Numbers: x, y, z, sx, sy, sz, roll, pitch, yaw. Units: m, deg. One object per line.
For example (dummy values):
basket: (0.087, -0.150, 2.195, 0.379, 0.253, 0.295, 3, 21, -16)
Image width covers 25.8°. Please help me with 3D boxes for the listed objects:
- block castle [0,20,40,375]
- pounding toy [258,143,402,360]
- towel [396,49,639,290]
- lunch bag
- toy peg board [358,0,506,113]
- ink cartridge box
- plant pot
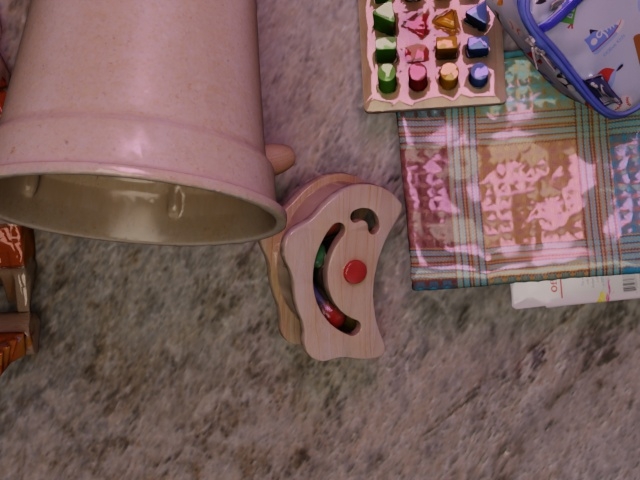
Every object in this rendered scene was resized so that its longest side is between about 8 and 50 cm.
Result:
block castle: (-0.466, -0.045, 1.533, 0.212, 0.303, 0.453, -5, 101, 5)
pounding toy: (0.000, 0.000, 1.638, 0.154, 0.155, 0.270, -20, 112, -22)
towel: (0.275, -0.090, 1.579, 0.370, 0.040, 0.272, -6, 82, 4)
lunch bag: (0.323, -0.288, 1.460, 0.303, 0.115, 0.243, -46, 125, 0)
toy peg board: (0.123, -0.231, 1.551, 0.160, 0.079, 0.161, -3, 84, 4)
ink cartridge box: (0.307, 0.017, 1.628, 0.181, 0.061, 0.104, -6, 100, 4)
plant pot: (-0.192, -0.175, 1.467, 0.333, 0.334, 0.306, 3, 79, 2)
